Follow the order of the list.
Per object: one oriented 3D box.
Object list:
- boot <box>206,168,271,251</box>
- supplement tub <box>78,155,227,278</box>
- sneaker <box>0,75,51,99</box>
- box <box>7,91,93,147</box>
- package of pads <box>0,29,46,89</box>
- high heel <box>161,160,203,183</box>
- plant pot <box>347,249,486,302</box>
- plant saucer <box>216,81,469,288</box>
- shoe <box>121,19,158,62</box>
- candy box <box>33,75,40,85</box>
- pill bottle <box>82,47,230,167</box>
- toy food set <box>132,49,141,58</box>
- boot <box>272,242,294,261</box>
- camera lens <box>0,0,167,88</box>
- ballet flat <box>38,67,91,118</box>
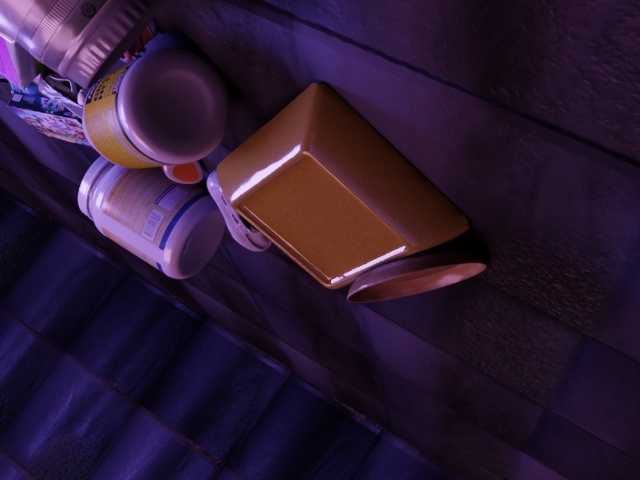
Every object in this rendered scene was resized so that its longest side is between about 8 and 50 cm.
[{"bbox_3d":[-0.154,-0.041,1.614,0.123,0.095,0.258,43,170,44],"label":"boot"},{"bbox_3d":[-0.412,-0.071,1.820,0.316,0.228,0.228,31,161,16],"label":"supplement tub"},{"bbox_3d":[-0.754,-0.386,1.892,0.162,0.073,0.063,35,162,-1],"label":"sneaker"},{"bbox_3d":[-0.645,-0.297,1.858,0.233,0.044,0.159,14,163,24],"label":"box"},{"bbox_3d":[-0.708,-0.464,1.568,0.229,0.101,0.296,38,161,-9],"label":"package of pads"},{"bbox_3d":[-0.351,-0.217,1.634,0.244,0.082,0.117,35,-160,-48],"label":"high heel"},{"bbox_3d":[0.156,0.058,1.230,0.236,0.236,0.032,117,142,-72],"label":"plant pot"},{"bbox_3d":[0.011,-0.049,1.194,0.333,0.081,0.333,41,143,-16],"label":"plant saucer"},{"bbox_3d":[-0.327,-0.366,1.161,0.063,0.081,0.178,24,159,32],"label":"shoe"},{"bbox_3d":[-0.663,-0.386,1.804,0.206,0.027,0.105,38,160,-8],"label":"candy box"},{"bbox_3d":[-0.311,-0.224,1.317,0.188,0.188,0.334,45,159,-26],"label":"pill bottle"},{"bbox_3d":[-0.367,-0.370,1.320,0.122,0.019,0.078,45,160,-28],"label":"toy food set"},{"bbox_3d":[0.000,0.000,1.471,0.246,0.094,0.207,37,161,5],"label":"boot"},{"bbox_3d":[-0.360,-0.369,0.988,0.274,0.219,0.219,41,161,-16],"label":"camera lens"},{"bbox_3d":[-0.562,-0.332,1.702,0.213,0.072,0.068,29,131,11],"label":"ballet flat"}]
